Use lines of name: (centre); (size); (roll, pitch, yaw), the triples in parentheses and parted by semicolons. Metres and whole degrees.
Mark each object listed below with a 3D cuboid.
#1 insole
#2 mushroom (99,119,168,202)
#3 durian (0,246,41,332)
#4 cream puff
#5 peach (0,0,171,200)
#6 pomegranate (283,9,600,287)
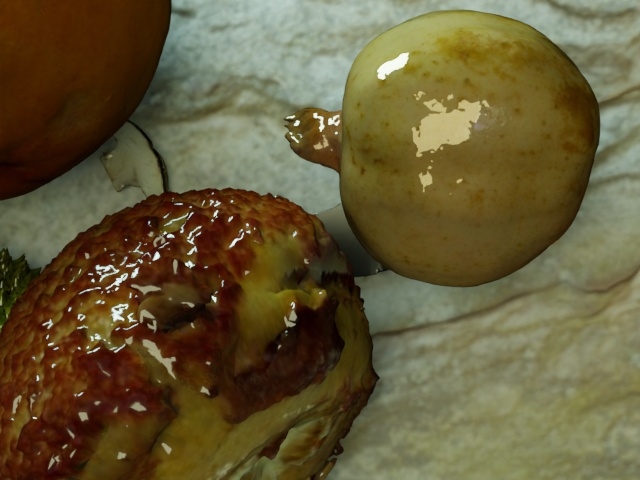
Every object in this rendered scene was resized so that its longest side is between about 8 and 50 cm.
insole: (0.000, 0.000, 1.202); (0.188, 0.004, 0.064); (-4, 86, 12)
mushroom: (-0.155, -0.063, 1.233); (0.049, 0.019, 0.101); (-27, 79, 9)
durian: (-0.291, 0.075, 1.198); (0.198, 0.146, 0.159); (33, 110, 18)
cream puff: (-0.113, 0.103, 1.061); (0.228, 0.350, 0.350); (43, 97, 21)
peach: (-0.280, -0.180, 1.116); (0.343, 0.343, 0.301); (-14, 67, 12)
pomegranate: (0.102, -0.070, 1.086); (0.207, 0.207, 0.207); (-1, 87, 13)
